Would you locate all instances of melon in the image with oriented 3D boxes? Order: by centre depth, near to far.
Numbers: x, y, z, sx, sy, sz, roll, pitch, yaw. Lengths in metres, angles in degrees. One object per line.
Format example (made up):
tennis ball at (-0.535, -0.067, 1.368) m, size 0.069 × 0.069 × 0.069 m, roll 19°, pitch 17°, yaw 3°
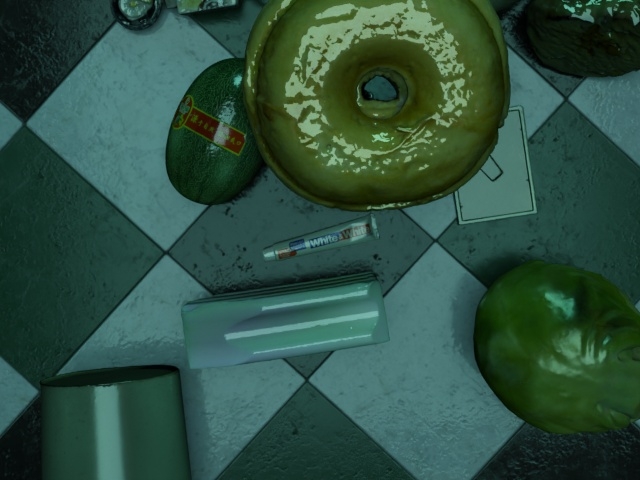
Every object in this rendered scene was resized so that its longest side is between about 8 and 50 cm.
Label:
melon at (-0.167, -0.200, 1.731) m, size 0.182 × 0.182 × 0.287 m, roll 25°, pitch 91°, yaw -1°

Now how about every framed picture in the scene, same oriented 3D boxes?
framed picture at (0.312, -0.138, 1.813) m, size 0.150 × 0.015 × 0.203 m, roll -9°, pitch 93°, yaw 1°

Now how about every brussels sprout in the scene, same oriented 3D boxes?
brussels sprout at (0.425, 0.174, 1.676) m, size 0.344 × 0.268 × 0.344 m, roll 6°, pitch 48°, yaw -7°

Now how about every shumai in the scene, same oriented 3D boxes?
shumai at (0.499, -0.422, 1.740) m, size 0.256 × 0.189 × 0.218 m, roll 7°, pitch 74°, yaw 15°

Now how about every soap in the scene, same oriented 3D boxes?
soap at (-0.060, 0.139, 1.731) m, size 0.347 × 0.208 × 0.115 m, roll -8°, pitch 92°, yaw 1°

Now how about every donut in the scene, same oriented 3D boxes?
donut at (0.093, -0.253, 1.610) m, size 0.449 × 0.198 × 0.449 m, roll -1°, pitch 105°, yaw -3°

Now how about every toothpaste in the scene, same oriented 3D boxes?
toothpaste at (0.000, 0.000, 1.816) m, size 0.218 × 0.033 × 0.052 m, roll -15°, pitch 96°, yaw -3°

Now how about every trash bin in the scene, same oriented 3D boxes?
trash bin at (-0.353, 0.447, 1.719) m, size 0.280 × 0.280 × 0.432 m, roll -4°, pitch 89°, yaw 1°

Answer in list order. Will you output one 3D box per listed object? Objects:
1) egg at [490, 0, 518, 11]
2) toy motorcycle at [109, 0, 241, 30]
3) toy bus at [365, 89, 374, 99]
egg at (0.299, -0.553, 1.676) m, size 0.258 × 0.258 × 0.352 m, roll 34°, pitch 95°, yaw -1°
toy motorcycle at (-0.225, -0.510, 1.755) m, size 0.341 × 0.108 × 0.223 m, roll -9°, pitch 98°, yaw 8°
toy bus at (0.077, -0.197, 1.779) m, size 0.089 × 0.087 × 0.194 m, roll -26°, pitch 93°, yaw 11°
